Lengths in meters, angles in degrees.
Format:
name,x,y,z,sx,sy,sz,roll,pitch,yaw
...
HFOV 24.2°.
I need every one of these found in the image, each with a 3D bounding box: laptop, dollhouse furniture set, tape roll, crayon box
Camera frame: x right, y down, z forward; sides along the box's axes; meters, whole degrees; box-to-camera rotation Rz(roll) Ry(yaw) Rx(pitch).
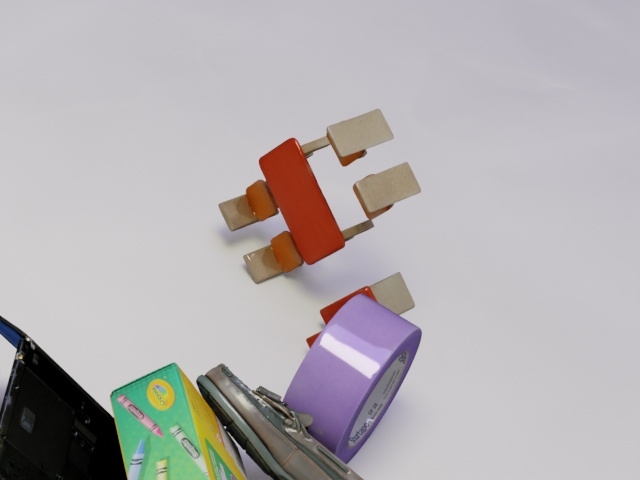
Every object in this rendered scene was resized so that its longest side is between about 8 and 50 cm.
name,x,y,z,sx,sy,sz,roll,pitch,yaw
laptop,-0.291,0.196,1.499,0.136,0.234,0.264,-12,50,24
dollhouse furniture set,0.000,0.000,1.854,0.135,0.262,0.259,-22,84,-41
tape roll,0.033,0.160,1.691,0.080,0.189,0.189,30,37,14
crayon box,-0.117,0.277,1.473,0.081,0.165,0.278,-25,44,4

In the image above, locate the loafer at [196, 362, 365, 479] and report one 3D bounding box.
name,x,y,z,sx,sy,sz,roll,pitch,yaw
loafer,-0.021,0.228,1.602,0.084,0.096,0.267,-40,86,-14
